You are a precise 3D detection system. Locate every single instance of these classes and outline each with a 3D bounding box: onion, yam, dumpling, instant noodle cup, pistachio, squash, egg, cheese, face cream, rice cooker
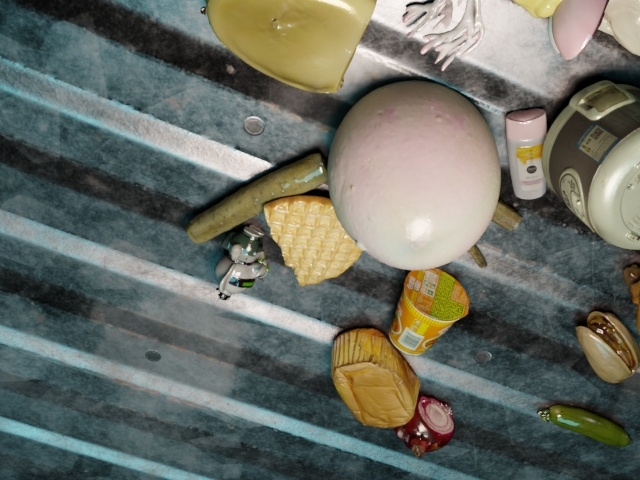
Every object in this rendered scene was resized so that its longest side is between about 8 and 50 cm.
[{"bbox_3d":[0.269,0.527,2.133,0.173,0.198,0.135,33,132,1],"label":"onion"},{"bbox_3d":[-0.142,-0.093,1.740,0.372,0.083,0.083,-25,123,20],"label":"yam"},{"bbox_3d":[0.583,-0.399,1.427,0.229,0.124,0.151,20,171,-38],"label":"dumpling"},{"bbox_3d":[0.250,0.184,1.894,0.169,0.168,0.185,15,136,-8],"label":"instant noodle cup"},{"bbox_3d":[0.719,0.266,1.946,0.129,0.131,0.206,-44,110,-16],"label":"pistachio"},{"bbox_3d":[0.755,0.515,2.167,0.319,0.080,0.071,21,89,-14],"label":"squash"},{"bbox_3d":[0.186,-0.099,1.540,0.355,0.339,0.354,2,125,2],"label":"egg"},{"bbox_3d":[-0.068,-0.415,1.448,0.316,0.128,0.259,21,129,-10],"label":"cheese"},{"bbox_3d":[0.326,-0.017,1.801,0.029,0.027,0.234,-2,135,46],"label":"yam"},{"bbox_3d":[0.439,-0.181,1.641,0.084,0.057,0.198,-9,128,10],"label":"face cream"},{"bbox_3d":[0.388,-0.070,1.738,0.132,0.054,0.054,30,125,-19],"label":"yam"},{"bbox_3d":[0.595,-0.150,1.517,0.289,0.277,0.288,-7,123,-11],"label":"rice cooker"}]

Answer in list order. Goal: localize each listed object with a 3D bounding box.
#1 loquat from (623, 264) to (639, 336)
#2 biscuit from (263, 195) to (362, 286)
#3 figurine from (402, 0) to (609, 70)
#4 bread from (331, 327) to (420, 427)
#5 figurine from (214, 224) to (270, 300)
[{"bbox_3d":[0.842,0.144,1.730,0.359,0.328,0.328,28,144,42],"label":"loquat"},{"bbox_3d":[0.000,0.000,1.787,0.205,0.040,0.309,-15,140,7],"label":"biscuit"},{"bbox_3d":[0.321,-0.422,1.377,0.316,0.206,0.284,24,115,-9],"label":"figurine"},{"bbox_3d":[0.144,0.349,2.028,0.204,0.156,0.288,-16,128,26],"label":"bread"},{"bbox_3d":[-0.191,0.059,1.838,0.126,0.147,0.192,30,107,4],"label":"figurine"}]
